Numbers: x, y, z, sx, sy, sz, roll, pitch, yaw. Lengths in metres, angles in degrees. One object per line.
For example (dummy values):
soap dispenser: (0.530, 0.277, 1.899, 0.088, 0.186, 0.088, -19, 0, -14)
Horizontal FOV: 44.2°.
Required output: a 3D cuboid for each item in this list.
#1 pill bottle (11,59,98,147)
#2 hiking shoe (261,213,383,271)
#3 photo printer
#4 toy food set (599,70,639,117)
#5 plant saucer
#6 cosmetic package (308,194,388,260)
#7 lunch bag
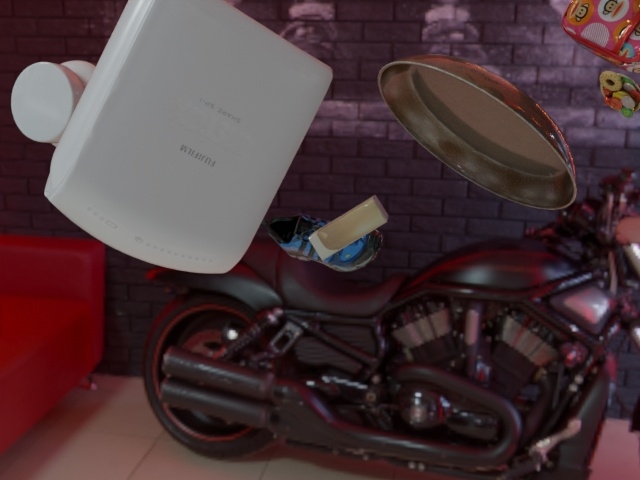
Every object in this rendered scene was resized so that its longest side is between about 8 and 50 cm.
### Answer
pill bottle: (-0.404, -0.235, 1.415, 0.162, 0.162, 0.278, 7, 6, 23)
hiking shoe: (0.000, 0.000, 1.811, 0.304, 0.113, 0.132, 0, -21, 42)
photo printer: (-0.155, -0.121, 0.920, 0.256, 0.307, 0.107, 27, 2, -32)
toy food set: (0.512, -0.250, 1.343, 0.020, 0.083, 0.082, -42, 56, -19)
plant saucer: (0.216, -0.153, 1.065, 0.310, 0.050, 0.310, 34, -9, 6)
cosmetic package: (0.043, -0.020, 1.181, 0.115, 0.041, 0.060, -32, 4, 10)
lunch bag: (0.700, -0.517, 1.702, 0.258, 0.293, 0.120, 41, 16, 32)
